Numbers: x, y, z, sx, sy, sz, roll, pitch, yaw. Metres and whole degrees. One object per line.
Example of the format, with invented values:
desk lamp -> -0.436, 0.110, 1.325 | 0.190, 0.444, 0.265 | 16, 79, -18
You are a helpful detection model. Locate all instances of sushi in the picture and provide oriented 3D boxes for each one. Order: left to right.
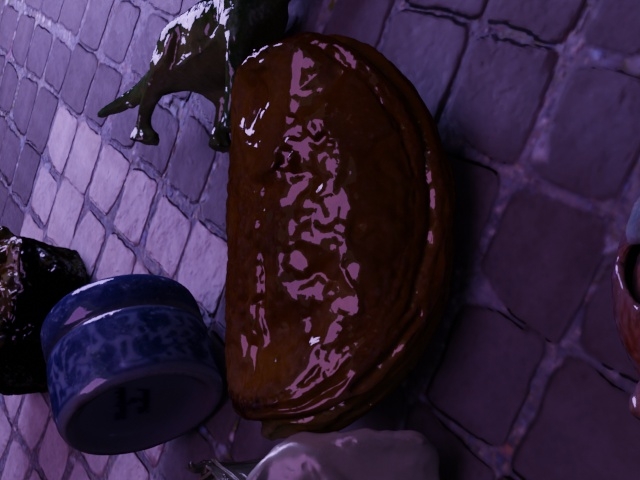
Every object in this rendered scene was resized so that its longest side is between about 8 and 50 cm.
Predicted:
sushi -> -0.365, 0.104, 0.952 | 0.212, 0.115, 0.147 | -57, 46, 23

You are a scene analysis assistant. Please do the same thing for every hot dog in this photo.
hot dog -> 0.000, 0.000, 0.561 | 0.196, 0.122, 0.272 | -13, 77, 48

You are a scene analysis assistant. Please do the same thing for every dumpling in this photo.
dumpling -> -0.006, 0.216, 0.508 | 0.124, 0.151, 0.228 | -135, 59, -73

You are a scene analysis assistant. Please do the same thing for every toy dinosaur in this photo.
toy dinosaur -> -0.079, -0.233, 0.719 | 0.447, 0.087, 0.300 | 6, 88, 42

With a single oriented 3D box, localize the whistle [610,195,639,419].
whistle -> 0.215, 0.027, 0.261 | 0.133, 0.142, 0.346 | 60, 166, -12

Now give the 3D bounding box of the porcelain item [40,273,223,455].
porcelain item -> -0.170, 0.109, 0.709 | 0.147, 0.147, 0.114 | -49, 50, 31

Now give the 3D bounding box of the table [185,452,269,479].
table -> -0.057, 0.210, 0.609 | 0.079, 0.083, 0.062 | 23, 101, 49
